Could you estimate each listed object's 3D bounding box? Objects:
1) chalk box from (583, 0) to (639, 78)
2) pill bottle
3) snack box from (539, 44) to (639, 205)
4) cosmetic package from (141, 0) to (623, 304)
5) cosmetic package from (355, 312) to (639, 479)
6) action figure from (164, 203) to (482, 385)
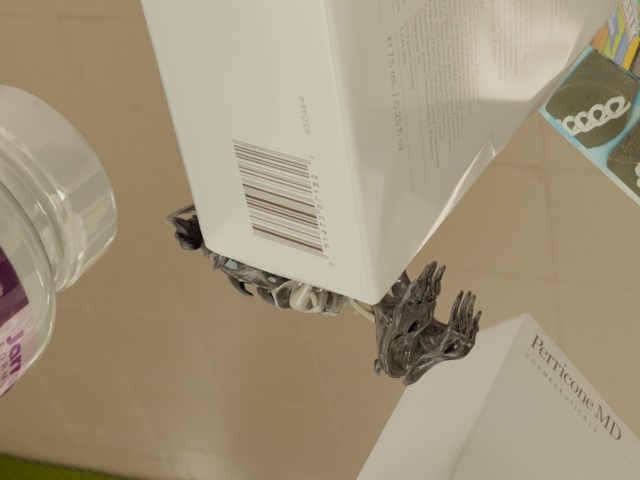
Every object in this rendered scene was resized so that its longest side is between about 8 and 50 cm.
[{"bbox_3d":[0.327,-0.211,1.059,0.132,0.132,0.213,-1,146,-5],"label":"chalk box"},{"bbox_3d":[-0.246,0.043,0.615,0.169,0.301,0.169,22,135,23],"label":"pill bottle"},{"bbox_3d":[0.265,0.005,0.678,0.187,0.322,0.060,29,106,-26],"label":"snack box"},{"bbox_3d":[0.035,-0.210,0.450,0.097,0.284,0.377,18,136,31],"label":"cosmetic package"},{"bbox_3d":[0.145,0.314,1.168,0.230,0.453,0.161,47,137,-14],"label":"cosmetic package"},{"bbox_3d":[0.000,0.000,0.923,0.276,0.141,0.164,31,-176,38],"label":"action figure"}]
